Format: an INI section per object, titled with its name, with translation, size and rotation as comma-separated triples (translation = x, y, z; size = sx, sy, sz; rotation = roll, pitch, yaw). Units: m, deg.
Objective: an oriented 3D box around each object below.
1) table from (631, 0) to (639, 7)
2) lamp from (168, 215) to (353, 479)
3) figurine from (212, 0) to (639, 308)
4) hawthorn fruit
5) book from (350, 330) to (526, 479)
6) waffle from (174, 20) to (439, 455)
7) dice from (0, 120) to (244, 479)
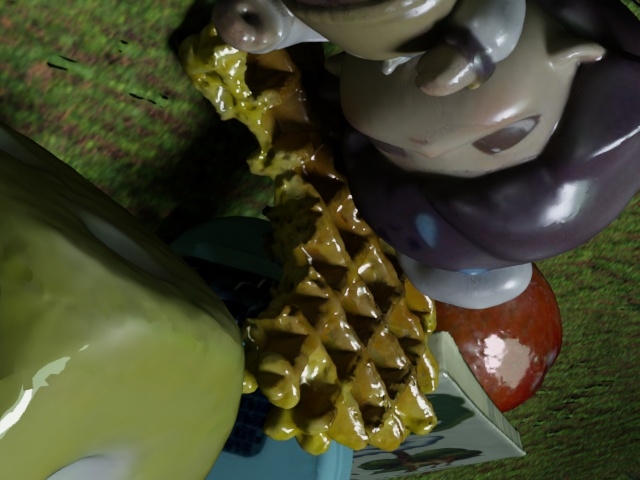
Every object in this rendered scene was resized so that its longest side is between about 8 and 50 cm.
[table]
translation = 0.248, -0.339, 0.892
size = 0.335, 0.222, 0.272
rotation = -39, 155, -16
[lamp]
translation = -0.076, 0.124, 1.205
size = 0.147, 0.209, 0.284
rotation = -38, 140, -70
[figurine]
translation = 0.075, -0.096, 0.969
size = 0.218, 0.206, 0.365
rotation = -21, 163, 20
[hawthorn fruit]
translation = 0.143, 0.077, 1.562
size = 0.173, 0.173, 0.173
rotation = -40, 154, -24
[book]
translation = 0.022, 0.164, 1.446
size = 0.260, 0.043, 0.371
rotation = -12, 160, 13
[waffle]
translation = 0.000, 0.000, 1.116
size = 0.069, 0.293, 0.260
rotation = -15, 162, 28
[dice]
translation = -0.200, 0.069, 0.854
size = 0.238, 0.233, 0.227
rotation = -54, 155, 5
